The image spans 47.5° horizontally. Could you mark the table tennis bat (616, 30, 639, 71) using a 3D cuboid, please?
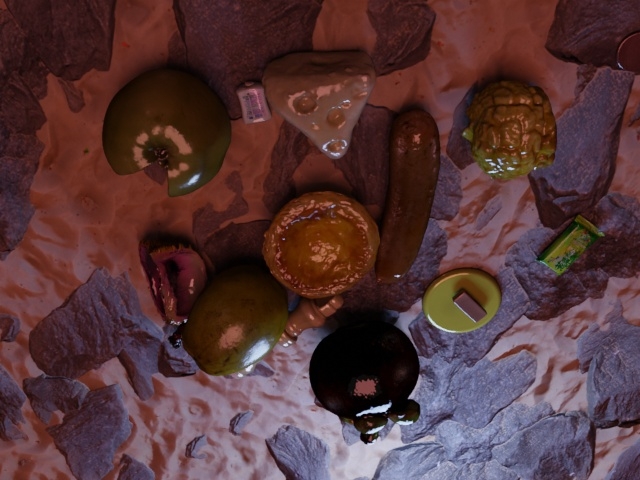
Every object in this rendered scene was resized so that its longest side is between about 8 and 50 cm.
[{"bbox_3d":[0.776,-0.457,1.716,0.154,0.019,0.098,-22,121,14],"label":"table tennis bat"}]

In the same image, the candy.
[{"bbox_3d":[0.687,0.017,2.010,0.102,0.032,0.178,30,117,-20],"label":"candy"}]

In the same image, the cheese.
[{"bbox_3d":[-0.019,-0.314,1.676,0.247,0.174,0.252,7,128,-9],"label":"cheese"}]

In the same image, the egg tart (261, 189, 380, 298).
[{"bbox_3d":[0.000,0.000,1.900,0.318,0.128,0.319,-2,119,-3],"label":"egg tart"}]

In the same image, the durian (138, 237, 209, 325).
[{"bbox_3d":[-0.388,0.095,1.946,0.186,0.154,0.261,-6,123,-25],"label":"durian"}]

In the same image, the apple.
[{"bbox_3d":[-0.348,-0.238,1.654,0.291,0.254,0.292,-3,120,-6],"label":"apple"}]

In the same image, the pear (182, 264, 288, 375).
[{"bbox_3d":[-0.226,0.209,1.931,0.307,0.253,0.253,-41,121,-14],"label":"pear"}]

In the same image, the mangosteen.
[{"bbox_3d":[0.130,0.380,2.049,0.329,0.330,0.330,-2,123,-2],"label":"mangosteen"}]

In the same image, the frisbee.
[{"bbox_3d":[0.411,0.179,2.108,0.235,0.017,0.236,-1,124,-2],"label":"frisbee"}]

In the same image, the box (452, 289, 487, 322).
[{"bbox_3d":[0.429,0.188,2.090,0.048,0.025,0.115,-42,116,16],"label":"box"}]

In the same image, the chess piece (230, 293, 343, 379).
[{"bbox_3d":[-0.106,0.252,2.075,0.397,0.117,0.117,-34,119,15],"label":"chess piece"}]

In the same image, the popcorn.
[{"bbox_3d":[0.464,-0.255,1.728,0.251,0.206,0.237,13,108,-25],"label":"popcorn"}]

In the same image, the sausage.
[{"bbox_3d":[0.222,-0.098,1.850,0.136,0.123,0.501,-17,130,-29],"label":"sausage"}]

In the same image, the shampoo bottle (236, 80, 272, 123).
[{"bbox_3d":[-0.160,-0.331,1.727,0.072,0.043,0.099,-10,122,3],"label":"shampoo bottle"}]

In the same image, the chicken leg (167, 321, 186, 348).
[{"bbox_3d":[-0.331,0.252,2.086,0.233,0.063,0.105,-28,125,13],"label":"chicken leg"}]
